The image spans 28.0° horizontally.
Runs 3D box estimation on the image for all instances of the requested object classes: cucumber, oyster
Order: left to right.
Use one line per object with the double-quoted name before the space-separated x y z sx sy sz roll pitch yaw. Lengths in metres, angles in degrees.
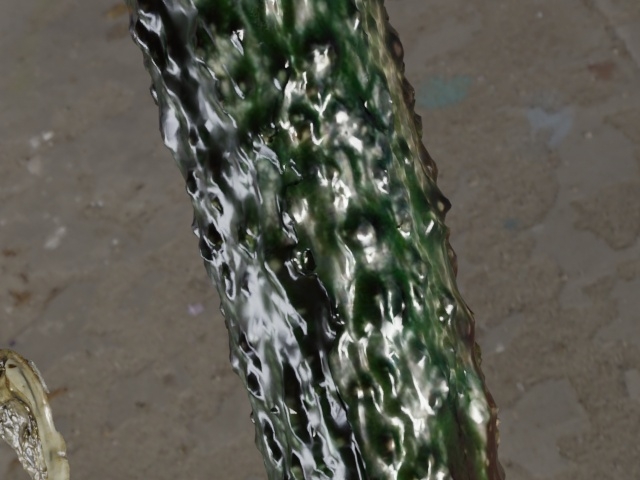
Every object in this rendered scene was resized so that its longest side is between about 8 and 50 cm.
"oyster" -0.170 0.102 0.699 0.038 0.080 0.083 -17 71 2
"cucumber" 0.000 0.000 0.443 0.096 0.096 0.359 -17 84 12
